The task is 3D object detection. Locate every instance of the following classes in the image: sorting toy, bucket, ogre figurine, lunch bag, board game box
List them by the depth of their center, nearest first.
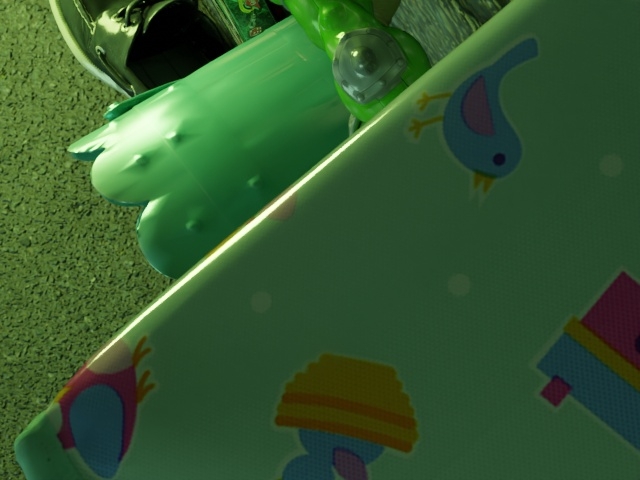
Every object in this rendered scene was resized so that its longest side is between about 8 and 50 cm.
[{"bbox_3d":[0.098,0.078,0.381,0.262,0.223,0.160,52,-178,11],"label":"lunch bag"},{"bbox_3d":[0.045,-0.054,0.712,0.118,0.097,0.197,-114,3,-57],"label":"ogre figurine"},{"bbox_3d":[0.000,0.000,0.981,0.281,0.183,0.281,53,175,7],"label":"bucket"},{"bbox_3d":[-0.026,-0.157,1.099,0.083,0.012,0.062,55,175,-25],"label":"sorting toy"},{"bbox_3d":[-0.055,-0.161,1.144,0.136,0.030,0.260,60,-179,28],"label":"board game box"}]

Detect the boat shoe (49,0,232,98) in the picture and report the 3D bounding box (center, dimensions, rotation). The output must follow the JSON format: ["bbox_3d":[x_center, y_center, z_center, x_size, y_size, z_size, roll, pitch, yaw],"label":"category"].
[{"bbox_3d":[-0.139,-0.173,1.501,0.340,0.127,0.113,59,148,20],"label":"boat shoe"}]
